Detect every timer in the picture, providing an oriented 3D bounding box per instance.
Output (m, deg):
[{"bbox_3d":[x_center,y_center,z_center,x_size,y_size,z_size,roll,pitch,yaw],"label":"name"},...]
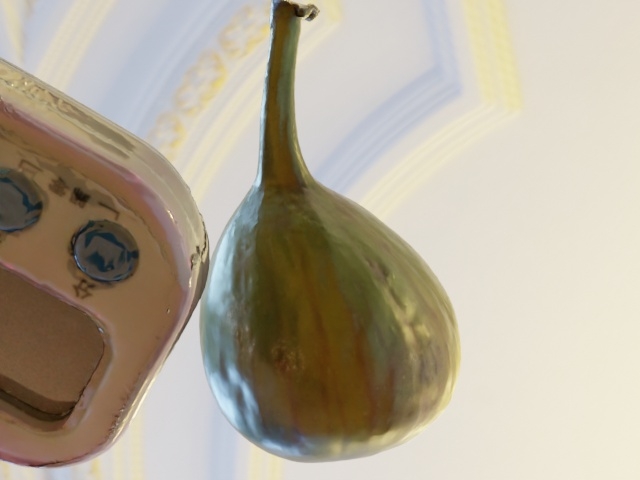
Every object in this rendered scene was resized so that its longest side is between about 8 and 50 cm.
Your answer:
[{"bbox_3d":[-0.164,0.005,0.852,0.208,0.069,0.191,29,-58,-2],"label":"timer"}]

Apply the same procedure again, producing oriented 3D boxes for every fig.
[{"bbox_3d":[0.000,0.000,0.983,0.151,0.151,0.259,4,-64,23],"label":"fig"}]
